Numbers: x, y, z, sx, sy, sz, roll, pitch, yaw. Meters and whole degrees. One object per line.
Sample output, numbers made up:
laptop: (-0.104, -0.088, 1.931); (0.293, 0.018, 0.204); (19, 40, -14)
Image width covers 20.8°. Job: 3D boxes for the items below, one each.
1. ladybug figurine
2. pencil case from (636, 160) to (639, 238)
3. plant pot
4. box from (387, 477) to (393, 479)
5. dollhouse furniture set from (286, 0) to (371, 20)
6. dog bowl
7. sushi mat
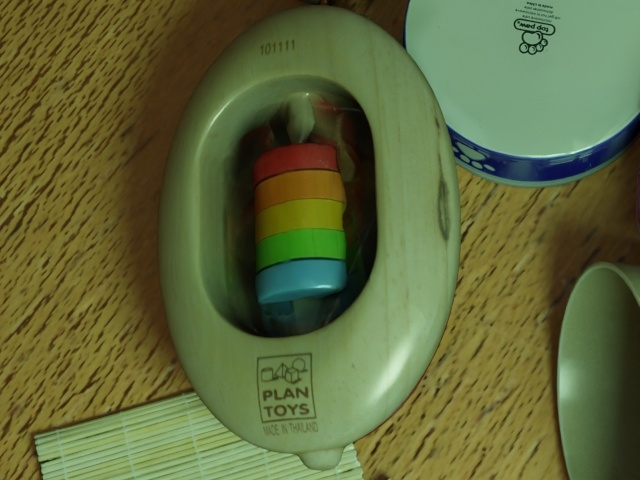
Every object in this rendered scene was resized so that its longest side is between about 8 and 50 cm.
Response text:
ladybug figurine: (0.000, 0.000, 1.664); (0.305, 0.162, 0.449); (-6, 71, 23)
pencil case: (0.485, -0.032, 1.618); (0.386, 0.167, 0.160); (12, 123, -4)
plant pot: (0.387, 0.141, 1.595); (0.274, 0.256, 0.256); (-2, 76, -13)
box: (0.081, 0.306, 1.675); (0.081, 0.028, 0.136); (-40, 79, -5)
dollhouse furniture set: (0.044, -0.362, 1.731); (0.135, 0.262, 0.259); (7, 46, 5)
dog bowl: (0.214, -0.192, 1.739); (0.265, 0.104, 0.264); (-1, 77, 5)
sushi mat: (-0.121, 0.222, 1.717); (0.317, 0.019, 0.151); (-16, 77, 1)
